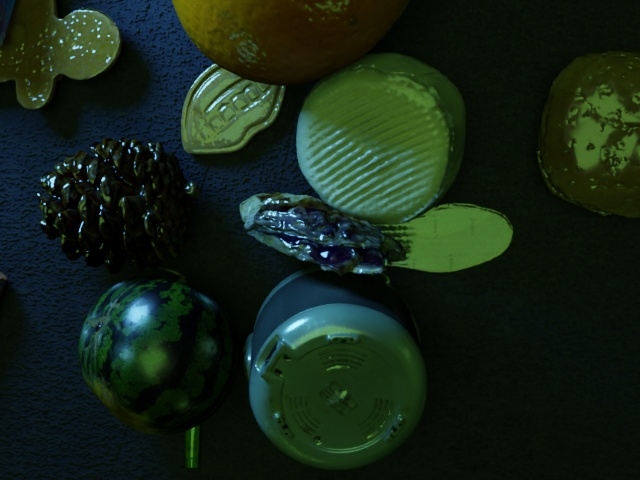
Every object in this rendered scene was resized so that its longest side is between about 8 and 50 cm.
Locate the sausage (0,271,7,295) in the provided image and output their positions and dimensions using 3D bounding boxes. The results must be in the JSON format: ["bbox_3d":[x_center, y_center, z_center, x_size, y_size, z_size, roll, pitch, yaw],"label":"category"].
[{"bbox_3d":[-0.615,0.174,1.897,0.074,0.074,0.274,23,94,4],"label":"sausage"}]

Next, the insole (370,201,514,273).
[{"bbox_3d":[0.146,-0.003,1.850,0.348,0.009,0.119,-1,93,5],"label":"insole"}]

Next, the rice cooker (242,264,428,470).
[{"bbox_3d":[0.022,0.192,1.738,0.288,0.277,0.288,-1,107,-3],"label":"rice cooker"}]

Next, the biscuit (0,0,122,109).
[{"bbox_3d":[-0.495,-0.323,1.877,0.340,0.047,0.216,-5,88,8],"label":"biscuit"}]

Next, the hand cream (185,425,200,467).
[{"bbox_3d":[-0.217,0.324,1.891,0.036,0.023,0.122,1,88,9],"label":"hand cream"}]

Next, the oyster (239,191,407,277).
[{"bbox_3d":[0.004,-0.010,1.752,0.271,0.275,0.100,18,92,-6],"label":"oyster"}]

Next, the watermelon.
[{"bbox_3d":[-0.254,0.181,1.771,0.269,0.269,0.269,0,92,5],"label":"watermelon"}]

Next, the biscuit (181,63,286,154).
[{"bbox_3d":[-0.148,-0.229,1.861,0.221,0.029,0.142,-36,88,6],"label":"biscuit"}]

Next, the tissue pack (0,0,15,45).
[{"bbox_3d":[-0.591,-0.470,1.810,0.198,0.146,0.263,10,76,9],"label":"tissue pack"}]

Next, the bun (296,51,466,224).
[{"bbox_3d":[0.101,-0.166,1.770,0.287,0.146,0.287,8,114,17],"label":"bun"}]

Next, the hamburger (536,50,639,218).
[{"bbox_3d":[0.487,-0.165,1.748,0.283,0.144,0.259,3,89,0],"label":"hamburger"}]

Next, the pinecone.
[{"bbox_3d":[-0.325,-0.058,1.793,0.273,0.224,0.224,-5,92,9],"label":"pinecone"}]

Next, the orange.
[{"bbox_3d":[-0.047,-0.442,1.655,0.424,0.326,0.424,-21,54,33],"label":"orange"}]
